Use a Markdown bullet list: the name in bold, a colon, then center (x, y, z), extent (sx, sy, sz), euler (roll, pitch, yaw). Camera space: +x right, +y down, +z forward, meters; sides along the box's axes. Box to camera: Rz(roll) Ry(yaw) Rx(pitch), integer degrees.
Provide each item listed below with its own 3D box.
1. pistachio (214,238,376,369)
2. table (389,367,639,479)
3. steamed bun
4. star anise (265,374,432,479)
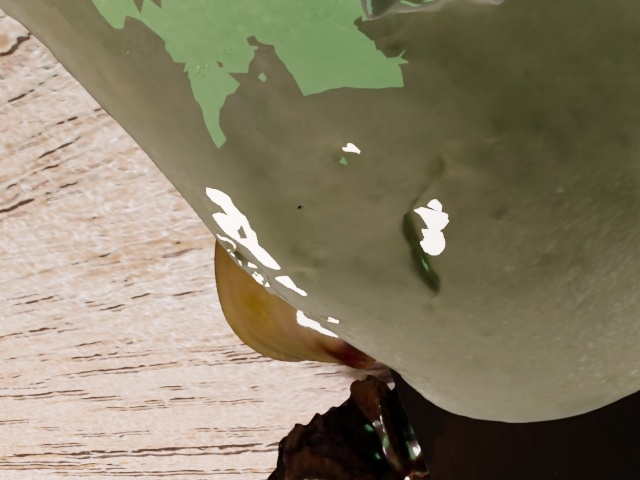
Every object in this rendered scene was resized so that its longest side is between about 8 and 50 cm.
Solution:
- **pistachio**: center (0.000, 0.000, 0.686), extent (0.165, 0.130, 0.210), euler (49, 150, 23)
- **table**: center (0.223, 0.189, 0.700), extent (0.196, 0.250, 0.282), euler (-34, 128, 11)
- **steamed bun**: center (0.062, -0.110, 0.424), extent (0.236, 0.247, 0.383), euler (-29, 127, 26)
- **star anise**: center (0.058, 0.167, 0.870), extent (0.220, 0.126, 0.190), euler (5, 148, -27)
